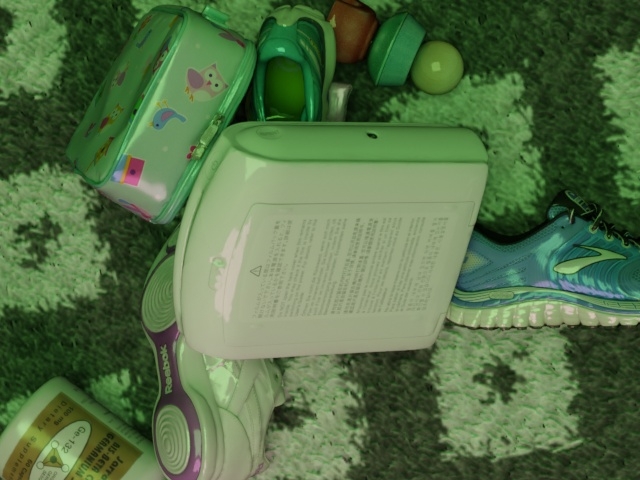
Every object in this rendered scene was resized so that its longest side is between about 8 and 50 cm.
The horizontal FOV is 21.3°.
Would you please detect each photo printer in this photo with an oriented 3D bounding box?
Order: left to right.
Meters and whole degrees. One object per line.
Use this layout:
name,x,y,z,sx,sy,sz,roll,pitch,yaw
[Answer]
photo printer,0.000,0.000,1.744,0.308,0.107,0.256,-2,122,-27

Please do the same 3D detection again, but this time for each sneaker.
sneaker,-0.115,0.121,1.873,0.114,0.152,0.305,-9,79,46
sneaker,-0.041,-0.110,1.793,0.107,0.110,0.275,3,121,9
sneaker,0.293,0.018,1.800,0.330,0.130,0.147,-2,92,8

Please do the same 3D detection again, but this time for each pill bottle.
pill bottle,-0.238,0.265,1.874,0.229,0.131,0.131,35,95,7

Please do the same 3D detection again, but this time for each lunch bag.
lunch bag,-0.164,-0.143,1.792,0.108,0.279,0.224,31,91,-20

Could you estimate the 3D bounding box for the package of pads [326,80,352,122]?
package of pads,-0.009,-0.153,1.853,0.083,0.032,0.050,11,94,5

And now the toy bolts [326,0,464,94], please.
toy bolts,0.104,-0.260,1.805,0.159,0.218,0.228,23,111,2

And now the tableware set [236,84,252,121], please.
tableware set,-0.063,-0.099,1.897,0.128,0.039,0.194,28,95,3
